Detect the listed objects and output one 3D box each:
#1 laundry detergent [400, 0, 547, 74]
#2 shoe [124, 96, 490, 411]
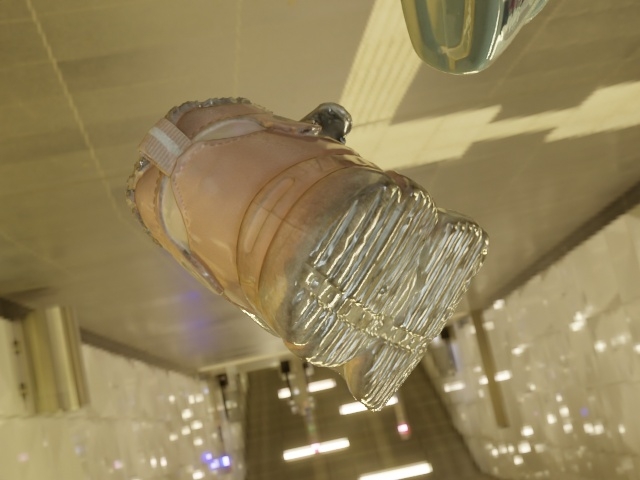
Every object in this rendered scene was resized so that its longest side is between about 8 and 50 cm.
[{"bbox_3d":[0.179,-0.294,0.929,0.105,0.215,0.280,15,-139,30],"label":"laundry detergent"},{"bbox_3d":[0.002,-0.002,0.790,0.172,0.198,0.351,-53,156,-5],"label":"shoe"}]
